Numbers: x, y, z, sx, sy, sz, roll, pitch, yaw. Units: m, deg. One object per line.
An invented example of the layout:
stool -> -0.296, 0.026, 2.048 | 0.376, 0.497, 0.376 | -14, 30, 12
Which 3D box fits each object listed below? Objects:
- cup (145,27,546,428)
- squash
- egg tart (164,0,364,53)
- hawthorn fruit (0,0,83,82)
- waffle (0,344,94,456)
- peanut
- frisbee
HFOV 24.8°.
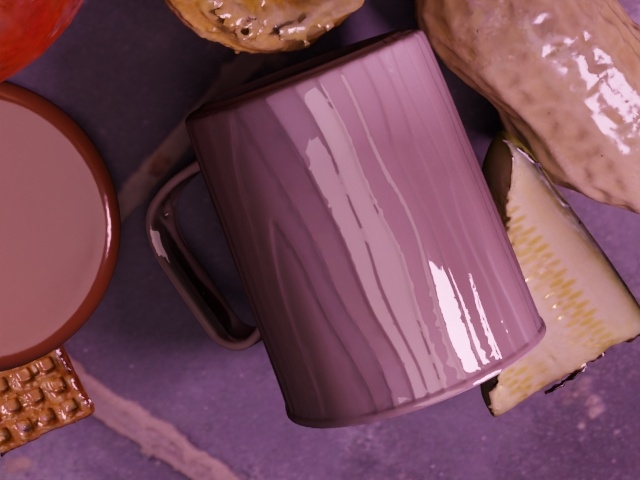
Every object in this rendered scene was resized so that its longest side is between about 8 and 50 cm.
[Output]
cup -> 0.015, -0.007, 1.172 | 0.208, 0.288, 0.273 | -27, 102, -29
squash -> 0.149, 0.019, 1.255 | 0.169, 0.093, 0.252 | -34, 123, 12
egg tart -> -0.060, -0.277, 1.056 | 0.288, 0.118, 0.288 | -10, 104, -43
hawthorn fruit -> -0.279, -0.207, 0.987 | 0.276, 0.307, 0.276 | -6, 128, -7
waffle -> -0.270, 0.106, 1.257 | 0.102, 0.042, 0.148 | -23, 115, 0
peanut -> 0.198, -0.138, 1.187 | 0.313, 0.152, 0.152 | 40, 101, -23
frisbee -> -0.290, -0.010, 1.188 | 0.251, 0.021, 0.251 | -1, 99, -5
